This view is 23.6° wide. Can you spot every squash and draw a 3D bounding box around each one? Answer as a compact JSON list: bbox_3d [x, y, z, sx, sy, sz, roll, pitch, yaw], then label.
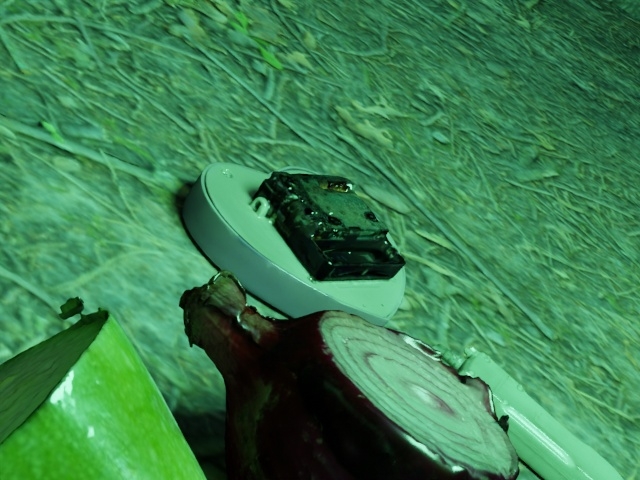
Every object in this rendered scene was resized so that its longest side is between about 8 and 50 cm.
[{"bbox_3d":[-0.128,0.118,0.694,0.123,0.170,0.170,46,24,-12],"label":"squash"}]

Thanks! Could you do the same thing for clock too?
[{"bbox_3d":[0.000,0.000,1.161,0.198,0.064,0.172,0,43,-51],"label":"clock"}]

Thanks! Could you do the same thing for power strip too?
[{"bbox_3d":[0.158,0.143,1.161,0.191,0.030,0.047,41,27,7],"label":"power strip"}]

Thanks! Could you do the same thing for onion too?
[{"bbox_3d":[-0.002,0.109,0.888,0.218,0.140,0.195,34,22,-7],"label":"onion"}]
